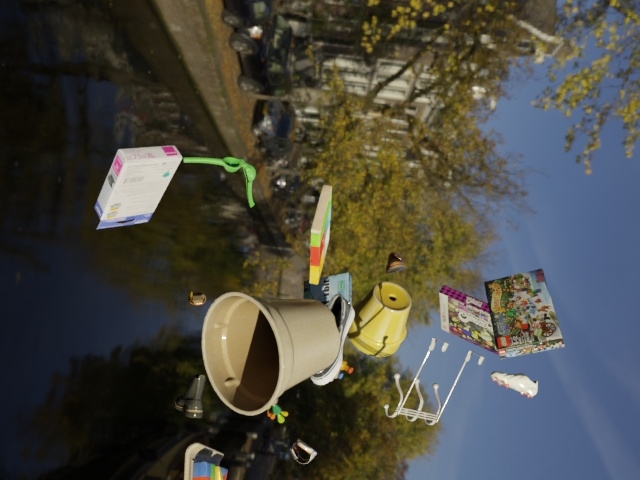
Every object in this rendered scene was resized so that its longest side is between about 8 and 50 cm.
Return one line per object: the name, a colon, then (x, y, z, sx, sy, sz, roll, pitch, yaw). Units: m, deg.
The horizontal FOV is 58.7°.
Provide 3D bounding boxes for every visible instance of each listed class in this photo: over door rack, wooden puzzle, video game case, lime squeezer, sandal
over door rack: (0.380, 0.477, 1.959, 0.324, 0.239, 0.108, -58, -141, 12)
wooden puzzle: (-0.377, 0.878, 1.907, 0.322, 0.080, 0.348, 73, 16, -61)
video game case: (0.490, 0.258, 1.813, 0.042, 0.232, 0.210, -49, 145, -28)
lime squeezer: (-0.262, -0.202, 1.680, 0.310, 0.110, 0.059, 34, 37, -52)
sandal: (-0.080, 0.869, 2.339, 0.076, 0.102, 0.265, -53, 163, -17)

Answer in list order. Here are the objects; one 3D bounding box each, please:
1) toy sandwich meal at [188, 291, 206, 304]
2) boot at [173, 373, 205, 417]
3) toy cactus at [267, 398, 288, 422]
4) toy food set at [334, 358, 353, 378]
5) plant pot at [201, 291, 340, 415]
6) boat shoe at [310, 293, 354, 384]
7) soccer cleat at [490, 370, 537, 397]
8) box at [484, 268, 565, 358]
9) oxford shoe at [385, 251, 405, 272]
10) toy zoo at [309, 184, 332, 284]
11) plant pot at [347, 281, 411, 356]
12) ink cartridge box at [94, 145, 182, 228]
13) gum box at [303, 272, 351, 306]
toy sandwich meal: (-0.539, 0.250, 2.486, 0.085, 0.085, 0.029, -83, -178, -52)
boot: (-0.427, 0.502, 1.902, 0.198, 0.077, 0.137, -2, -102, 57)
toy cactus: (-0.191, 0.655, 2.355, 0.180, 0.112, 0.219, 119, -42, -79)
toy food set: (0.031, 0.452, 2.118, 0.111, 0.104, 0.232, -54, 146, -16)
plant pot: (-0.121, 0.296, 1.646, 0.305, 0.334, 0.334, -4, 104, -49)
boat shoe: (0.027, 0.309, 1.824, 0.102, 0.108, 0.301, 58, 46, -42)
soccer cleat: (0.758, 0.547, 2.229, 0.068, 0.196, 0.076, 128, -13, -71)
box: (0.527, 0.188, 1.489, 0.233, 0.159, 0.044, -85, 152, -46)
oxford shoe: (0.271, 0.081, 2.103, 0.212, 0.076, 0.076, 11, 65, -83)
toy zoo: (0.000, 0.000, 1.754, 0.293, 0.030, 0.192, 93, 9, -48)
plant pot: (0.255, 0.306, 2.336, 0.254, 0.254, 0.239, -83, -169, -50)
ink cartridge box: (-0.558, -0.157, 1.712, 0.065, 0.186, 0.311, 55, -49, 20)
gum box: (0.026, 0.211, 2.150, 0.041, 0.184, 0.157, 59, 25, -47)
